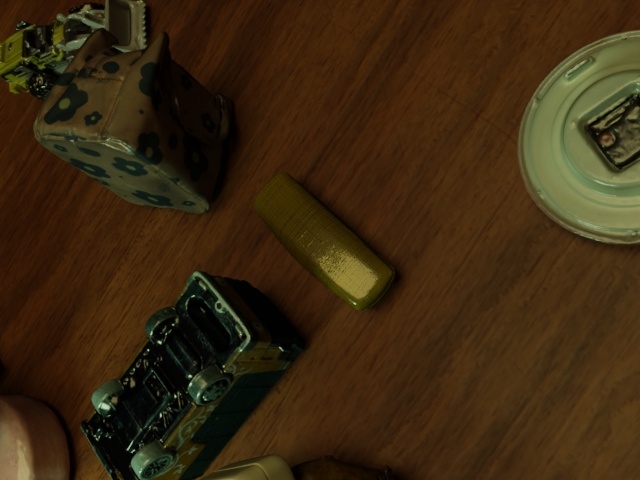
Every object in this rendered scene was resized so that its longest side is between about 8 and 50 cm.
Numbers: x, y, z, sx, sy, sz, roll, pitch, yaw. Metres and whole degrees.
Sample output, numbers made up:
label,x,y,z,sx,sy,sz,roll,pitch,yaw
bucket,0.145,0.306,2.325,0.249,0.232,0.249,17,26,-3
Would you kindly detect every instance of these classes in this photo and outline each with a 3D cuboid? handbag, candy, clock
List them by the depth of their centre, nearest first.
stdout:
label,x,y,z,sx,sy,sz,roll,pitch,yaw
clock,0.335,-0.114,0.779,0.244,0.056,0.244,-7,76,28
handbag,-0.247,-0.169,1.018,0.190,0.251,0.193,7,73,24
candy,-0.506,0.358,1.122,0.255,0.094,0.255,-7,76,29

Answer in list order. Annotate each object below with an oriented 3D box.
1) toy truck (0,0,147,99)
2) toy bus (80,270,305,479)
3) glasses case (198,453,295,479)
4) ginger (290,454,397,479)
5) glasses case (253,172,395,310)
label,x,y,z,sx,sy,sz,roll,pitch,yaw
toy truck,-0.433,-0.338,1.235,0.286,0.111,0.136,-15,70,23
toy bus,-0.160,0.183,0.928,0.138,0.167,0.275,45,106,29
glasses case,-0.043,0.403,0.800,0.131,0.070,0.312,-29,79,49
ginger,0.080,0.358,0.786,0.133,0.107,0.309,-45,63,5
glasses case,0.000,0.000,0.936,0.234,0.064,0.079,43,99,30
